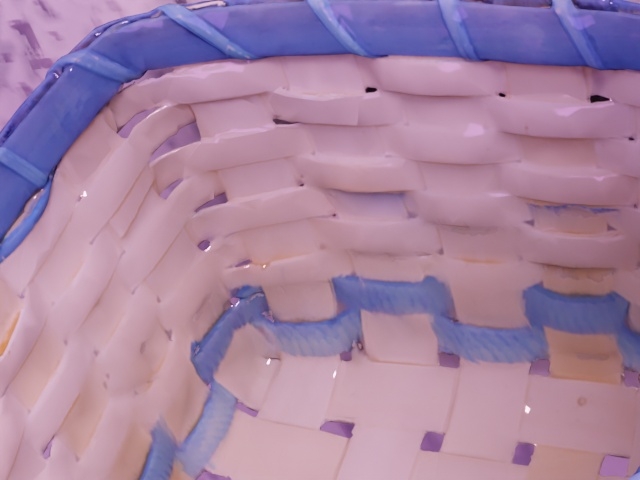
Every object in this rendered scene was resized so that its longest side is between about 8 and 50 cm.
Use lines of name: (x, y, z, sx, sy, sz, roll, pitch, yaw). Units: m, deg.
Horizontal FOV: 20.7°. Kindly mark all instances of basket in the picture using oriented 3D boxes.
basket: (0.000, 0.000, 0.446, 0.255, 0.201, 0.289, 2, 135, 28)
